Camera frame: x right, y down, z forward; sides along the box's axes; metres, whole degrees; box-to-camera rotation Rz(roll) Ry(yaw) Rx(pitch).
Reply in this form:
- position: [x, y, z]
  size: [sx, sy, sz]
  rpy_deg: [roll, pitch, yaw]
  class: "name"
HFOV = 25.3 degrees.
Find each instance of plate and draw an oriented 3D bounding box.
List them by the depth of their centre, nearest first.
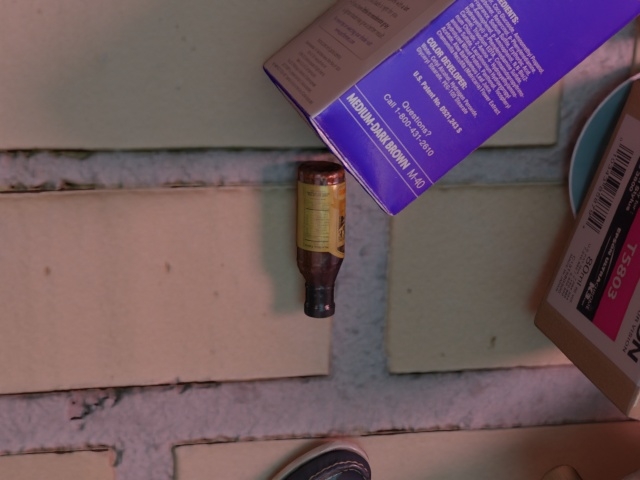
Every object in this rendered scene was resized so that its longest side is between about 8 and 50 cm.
- position: [0.298, -0.063, 1.231]
  size: [0.188, 0.024, 0.188]
  rpy_deg: [-4, 109, -13]
  class: "plate"

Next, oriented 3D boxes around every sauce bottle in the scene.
- position: [0.000, 0.000, 1.172]
  size: [0.042, 0.042, 0.128]
  rpy_deg: [-4, 111, -12]
  class: "sauce bottle"

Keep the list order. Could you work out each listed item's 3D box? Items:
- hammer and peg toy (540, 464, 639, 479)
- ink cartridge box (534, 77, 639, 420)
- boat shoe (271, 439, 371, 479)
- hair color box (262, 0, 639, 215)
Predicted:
- position: [0.349, 0.279, 1.288]
  size: [0.266, 0.127, 0.361]
  rpy_deg: [-29, 138, -2]
  class: "hammer and peg toy"
- position: [0.279, 0.009, 1.132]
  size: [0.088, 0.193, 0.235]
  rpy_deg: [16, 103, -18]
  class: "ink cartridge box"
- position: [-0.042, 0.285, 1.235]
  size: [0.095, 0.079, 0.254]
  rpy_deg: [42, 95, -22]
  class: "boat shoe"
- position: [0.131, -0.182, 1.064]
  size: [0.339, 0.185, 0.110]
  rpy_deg: [-41, 112, 3]
  class: "hair color box"
